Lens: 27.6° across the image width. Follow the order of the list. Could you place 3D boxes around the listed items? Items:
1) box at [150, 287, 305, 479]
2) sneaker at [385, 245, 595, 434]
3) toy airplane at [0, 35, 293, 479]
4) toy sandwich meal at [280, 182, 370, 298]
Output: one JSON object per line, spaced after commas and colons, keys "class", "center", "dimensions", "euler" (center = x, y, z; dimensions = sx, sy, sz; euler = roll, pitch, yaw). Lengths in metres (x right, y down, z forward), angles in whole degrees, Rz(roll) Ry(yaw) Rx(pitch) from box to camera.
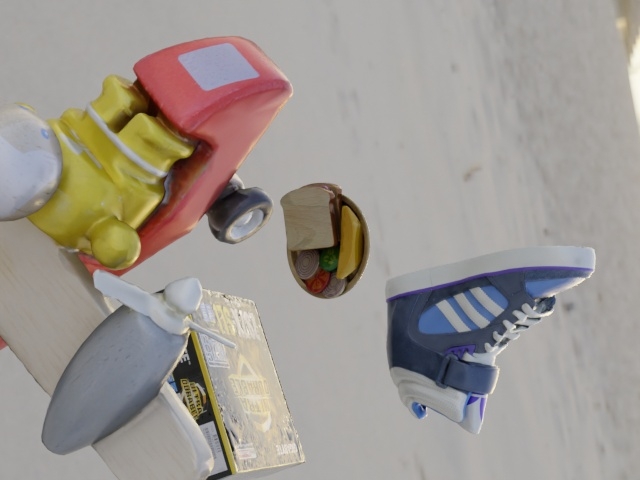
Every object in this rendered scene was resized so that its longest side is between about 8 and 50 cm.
{"class": "box", "center": [-0.132, 0.201, 1.787], "dimensions": [0.322, 0.079, 0.257], "euler": [26, 43, -73]}
{"class": "sneaker", "center": [0.240, 0.143, 1.793], "dimensions": [0.130, 0.323, 0.236], "euler": [8, 72, -59]}
{"class": "toy airplane", "center": [-0.238, -0.011, 1.020], "dimensions": [0.272, 0.386, 0.384], "euler": [69, 30, -67]}
{"class": "toy sandwich meal", "center": [0.000, 0.000, 0.925], "dimensions": [0.029, 0.086, 0.085], "euler": [4, 74, -50]}
